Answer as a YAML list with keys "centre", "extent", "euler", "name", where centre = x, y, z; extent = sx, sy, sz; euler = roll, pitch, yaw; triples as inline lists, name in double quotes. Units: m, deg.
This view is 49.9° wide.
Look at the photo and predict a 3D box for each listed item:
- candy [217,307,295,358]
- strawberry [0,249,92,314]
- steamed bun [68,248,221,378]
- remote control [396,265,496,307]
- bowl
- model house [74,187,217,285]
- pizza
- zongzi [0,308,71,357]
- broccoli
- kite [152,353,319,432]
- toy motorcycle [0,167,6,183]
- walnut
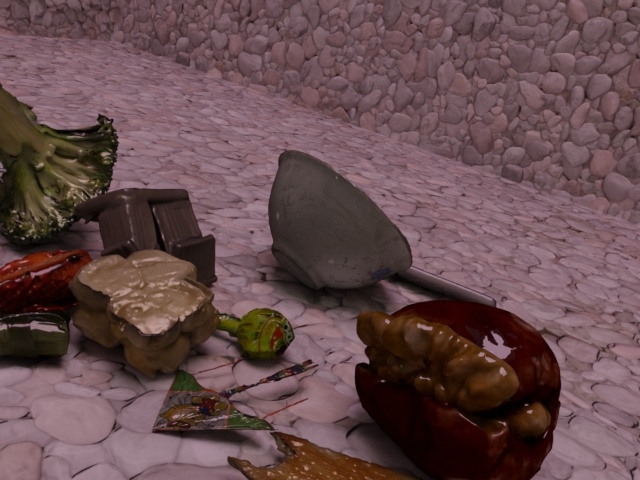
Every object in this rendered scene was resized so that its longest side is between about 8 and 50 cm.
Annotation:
- centre: [-0.162, 0.114, 1.014]
  extent: [0.261, 0.073, 0.077]
  euler: [13, 1, 18]
  name: "candy"
- centre: [-0.404, 0.065, 0.957]
  extent: [0.121, 0.082, 0.188]
  euler: [6, 20, 42]
  name: "strawberry"
- centre: [-0.232, 0.096, 0.939]
  extent: [0.177, 0.106, 0.192]
  euler: [27, 33, 22]
  name: "steamed bun"
- centre: [0.216, 0.085, 1.344]
  extent: [0.260, 0.029, 0.067]
  euler: [22, -14, 19]
  name: "remote control"
- centre: [0.000, 0.000, 1.226]
  extent: [0.313, 0.146, 0.313]
  euler: [37, -15, 12]
  name: "bowl"
- centre: [-0.265, 0.001, 1.125]
  extent: [0.229, 0.122, 0.188]
  euler: [-4, 63, -53]
  name: "model house"
- centre: [0.021, 0.280, 0.719]
  extent: [0.261, 0.034, 0.181]
  euler: [20, 21, 13]
  name: "pizza"
- centre: [-0.377, 0.112, 0.880]
  extent: [0.109, 0.055, 0.119]
  euler: [4, 11, -20]
  name: "zongzi"
- centre: [-0.510, -0.145, 1.105]
  extent: [0.221, 0.252, 0.361]
  euler: [36, 6, 40]
  name: "broccoli"
- centre: [-0.106, 0.190, 0.867]
  extent: [0.244, 0.006, 0.198]
  euler: [-16, 26, -39]
  name: "kite"
- centre: [-0.512, -0.041, 0.963]
  extent: [0.102, 0.221, 0.150]
  euler: [2, 4, 17]
  name: "toy motorcycle"
- centre: [0.148, 0.169, 0.834]
  extent: [0.243, 0.222, 0.269]
  euler: [36, -15, -37]
  name: "walnut"
